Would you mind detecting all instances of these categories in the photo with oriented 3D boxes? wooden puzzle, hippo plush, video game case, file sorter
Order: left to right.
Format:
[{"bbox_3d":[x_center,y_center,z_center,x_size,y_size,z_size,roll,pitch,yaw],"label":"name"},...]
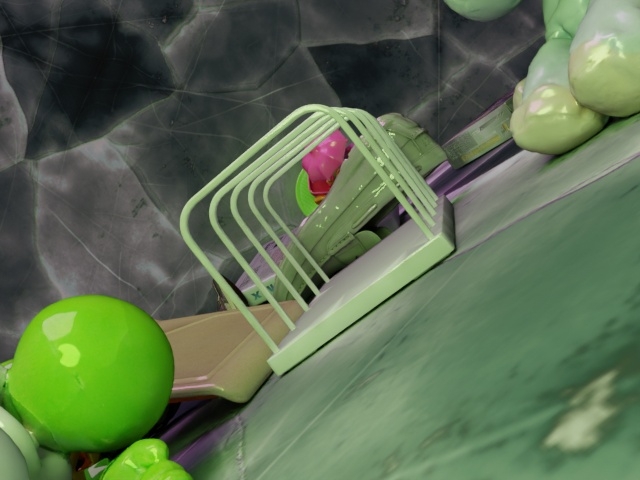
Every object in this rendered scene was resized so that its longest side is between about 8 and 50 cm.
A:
[{"bbox_3d":[-0.147,0.126,0.691,0.239,0.044,0.221,-6,13,19],"label":"wooden puzzle"},{"bbox_3d":[0.000,0.000,1.126,0.300,0.036,0.329,-28,10,13],"label":"video game case"},{"bbox_3d":[0.011,-0.027,0.670,0.193,0.173,0.278,-37,1,15],"label":"file sorter"},{"bbox_3d":[0.236,-0.243,0.558,0.294,0.236,0.234,-38,1,5],"label":"hippo plush"}]

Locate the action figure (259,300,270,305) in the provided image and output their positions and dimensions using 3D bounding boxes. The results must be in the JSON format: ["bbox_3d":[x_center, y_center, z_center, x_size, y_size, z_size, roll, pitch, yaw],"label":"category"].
[{"bbox_3d":[-0.091,0.108,1.122,0.232,0.063,0.137,-32,1,11],"label":"action figure"}]

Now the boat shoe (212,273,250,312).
[{"bbox_3d":[-0.131,0.107,0.946,0.049,0.056,0.152,-46,45,6],"label":"boat shoe"}]

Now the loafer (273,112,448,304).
[{"bbox_3d":[0.045,-0.017,0.858,0.319,0.111,0.112,-56,-14,23],"label":"loafer"}]

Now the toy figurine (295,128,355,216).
[{"bbox_3d":[0.039,-0.105,0.942,0.173,0.130,0.159,-6,-17,4],"label":"toy figurine"}]

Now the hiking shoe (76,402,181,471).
[{"bbox_3d":[-0.256,0.249,0.799,0.227,0.086,0.114,-44,14,9],"label":"hiking shoe"}]

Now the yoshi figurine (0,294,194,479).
[{"bbox_3d":[-0.170,0.108,0.349,0.203,0.203,0.362,2,3,-9],"label":"yoshi figurine"}]

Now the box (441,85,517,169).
[{"bbox_3d":[0.336,-0.226,1.131,0.183,0.056,0.231,-40,2,-20],"label":"box"}]

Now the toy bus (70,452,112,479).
[{"bbox_3d":[-0.292,0.249,0.688,0.202,0.191,0.104,-41,-37,-19],"label":"toy bus"}]
